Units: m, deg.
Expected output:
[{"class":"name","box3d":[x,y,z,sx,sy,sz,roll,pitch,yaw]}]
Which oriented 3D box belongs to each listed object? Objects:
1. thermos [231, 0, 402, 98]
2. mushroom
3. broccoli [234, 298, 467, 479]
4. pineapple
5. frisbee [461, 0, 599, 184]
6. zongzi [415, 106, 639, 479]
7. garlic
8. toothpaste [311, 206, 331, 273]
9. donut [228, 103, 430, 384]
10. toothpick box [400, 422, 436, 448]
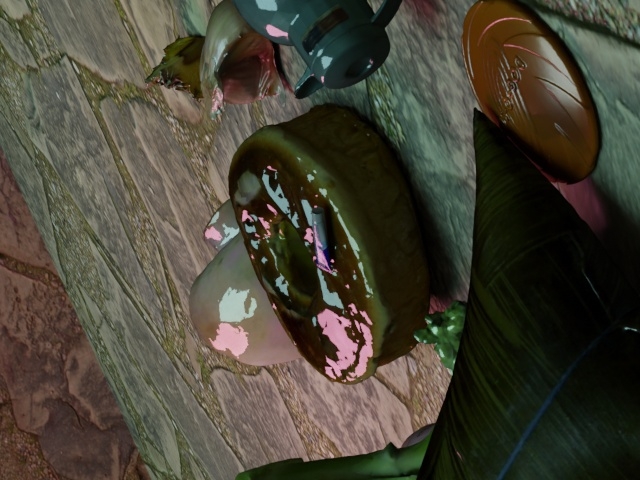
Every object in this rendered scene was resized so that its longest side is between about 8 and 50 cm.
[{"class":"thermos","box3d":[-0.020,-0.287,1.713,0.145,0.182,0.286,8,-136,-58]},{"class":"mushroom","box3d":[-0.090,0.048,2.334,0.236,0.173,0.162,54,158,19]},{"class":"broccoli","box3d":[0.144,0.287,1.806,0.353,0.397,0.275,52,-175,9]},{"class":"pineapple","box3d":[-0.181,-0.227,2.288,0.114,0.114,0.077,51,141,14]},{"class":"frisbee","box3d":[0.183,-0.132,1.599,0.192,0.035,0.192,50,160,27]},{"class":"zongzi","box3d":[0.142,0.151,1.600,0.432,0.403,0.208,53,-166,20]},{"class":"garlic","box3d":[-0.099,-0.223,2.103,0.174,0.099,0.124,107,150,-59]},{"class":"toothpaste","box3d":[0.000,0.000,1.916,0.024,0.015,0.083,27,138,38]},{"class":"donut","box3d":[0.018,-0.002,2.048,0.330,0.160,0.330,36,140,38]},{"class":"toothpick box","box3d":[0.161,0.266,2.131,0.098,0.098,0.149,58,160,5]}]
